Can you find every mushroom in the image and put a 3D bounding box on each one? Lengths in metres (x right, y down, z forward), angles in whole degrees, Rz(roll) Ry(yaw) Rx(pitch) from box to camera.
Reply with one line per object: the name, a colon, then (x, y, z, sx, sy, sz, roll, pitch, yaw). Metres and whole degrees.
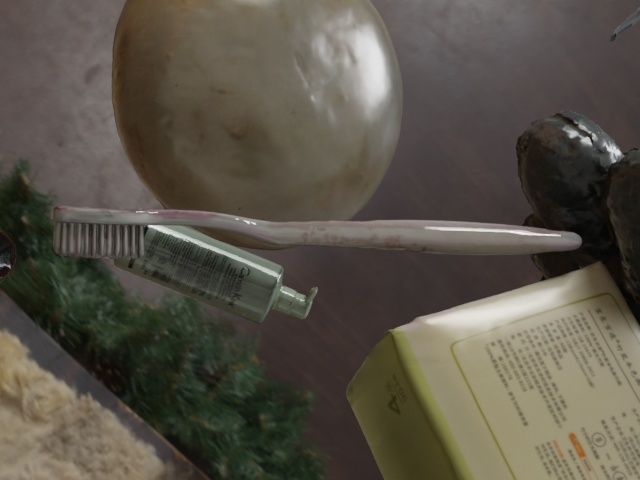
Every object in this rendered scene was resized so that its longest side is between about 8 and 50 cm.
mushroom: (-0.083, -0.164, 1.240, 0.362, 0.294, 0.362, 10, 75, -40)

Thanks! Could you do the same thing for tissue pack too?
tissue pack: (0.138, 0.152, 0.628, 0.159, 0.125, 0.234, -16, 67, -23)

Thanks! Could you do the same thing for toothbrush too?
toothbrush: (0.000, 0.000, 0.625, 0.307, 0.025, 0.030, 2, 92, -4)

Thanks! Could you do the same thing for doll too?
doll: (0.212, 0.068, 0.742, 0.158, 0.246, 0.340, -45, 134, -6)

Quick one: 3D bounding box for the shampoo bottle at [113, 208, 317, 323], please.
shampoo bottle: (-0.137, 0.044, 1.424, 0.262, 0.085, 0.085, 22, 89, -4)

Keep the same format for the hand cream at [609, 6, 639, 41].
hand cream: (0.277, -0.200, 0.901, 0.093, 0.030, 0.019, -38, 90, 15)

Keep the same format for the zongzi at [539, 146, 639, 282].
zongzi: (0.519, 0.036, 1.254, 0.403, 0.432, 0.208, 40, 56, -35)

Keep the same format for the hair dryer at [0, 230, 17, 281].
hair dryer: (-0.406, 0.171, 1.163, 0.123, 0.312, 0.340, -16, 89, -55)
